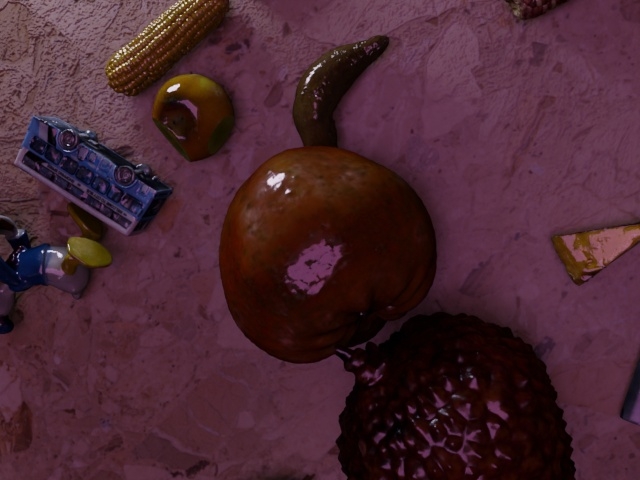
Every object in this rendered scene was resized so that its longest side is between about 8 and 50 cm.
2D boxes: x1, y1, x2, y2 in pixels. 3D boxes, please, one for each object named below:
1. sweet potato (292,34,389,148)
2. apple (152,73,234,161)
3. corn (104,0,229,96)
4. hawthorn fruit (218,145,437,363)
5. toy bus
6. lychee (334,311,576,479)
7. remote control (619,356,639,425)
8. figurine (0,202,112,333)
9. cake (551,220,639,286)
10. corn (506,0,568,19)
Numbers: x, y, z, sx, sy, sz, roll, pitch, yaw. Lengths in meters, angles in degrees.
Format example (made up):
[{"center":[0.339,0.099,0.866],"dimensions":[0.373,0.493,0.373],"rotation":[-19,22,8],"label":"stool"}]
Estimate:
[{"center":[0.012,-0.265,1.762],"dimensions":[0.124,0.098,0.310],"rotation":[22,97,-15],"label":"sweet potato"},{"center":[-0.251,-0.238,1.781],"dimensions":[0.146,0.147,0.163],"rotation":[32,101,6],"label":"apple"},{"center":[-0.297,-0.388,1.806],"dimensions":[0.291,0.101,0.101],"rotation":[-36,88,7],"label":"corn"},{"center":[0.000,0.000,1.663],"dimensions":[0.402,0.403,0.403],"rotation":[1,95,9],"label":"hawthorn fruit"},{"center":[-0.453,-0.133,1.848],"dimensions":[0.297,0.106,0.131],"rotation":[33,101,7],"label":"toy bus"},{"center":[0.217,0.323,1.603],"dimensions":[0.500,0.424,0.424],"rotation":[36,101,-23],"label":"lychee"},{"center":[0.665,0.169,1.715],"dimensions":[0.107,0.044,0.378],"rotation":[16,98,3],"label":"remote control"},{"center":[-0.613,0.066,1.853],"dimensions":[0.283,0.204,0.338],"rotation":[31,114,-20],"label":"figurine"},{"center":[0.522,-0.008,1.720],"dimensions":[0.185,0.079,0.116],"rotation":[-46,74,20],"label":"cake"},{"center":[0.466,-0.499,1.666],"dimensions":[0.289,0.098,0.098],"rotation":[-30,89,7],"label":"corn"}]
